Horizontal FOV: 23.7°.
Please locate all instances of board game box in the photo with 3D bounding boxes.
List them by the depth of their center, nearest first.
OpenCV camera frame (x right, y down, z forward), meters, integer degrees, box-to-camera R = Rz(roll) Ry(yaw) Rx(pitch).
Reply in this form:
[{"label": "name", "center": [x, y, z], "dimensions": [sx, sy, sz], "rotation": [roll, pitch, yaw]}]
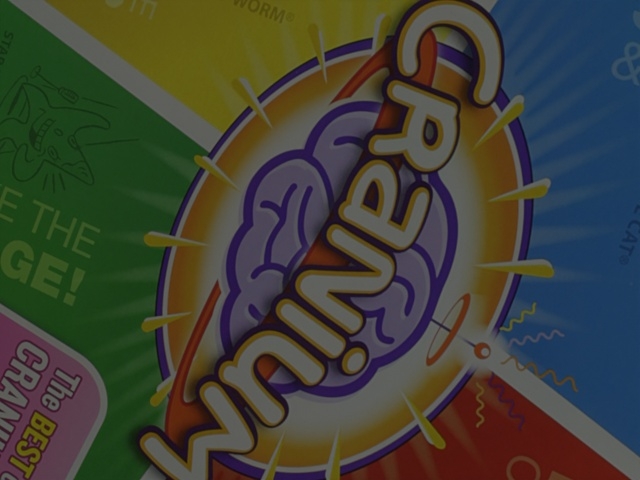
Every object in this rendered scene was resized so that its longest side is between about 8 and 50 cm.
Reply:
[{"label": "board game box", "center": [0.000, 0.000, 0.468], "dimensions": [0.242, 0.316, 0.064], "rotation": [-69, -17, 6]}]
